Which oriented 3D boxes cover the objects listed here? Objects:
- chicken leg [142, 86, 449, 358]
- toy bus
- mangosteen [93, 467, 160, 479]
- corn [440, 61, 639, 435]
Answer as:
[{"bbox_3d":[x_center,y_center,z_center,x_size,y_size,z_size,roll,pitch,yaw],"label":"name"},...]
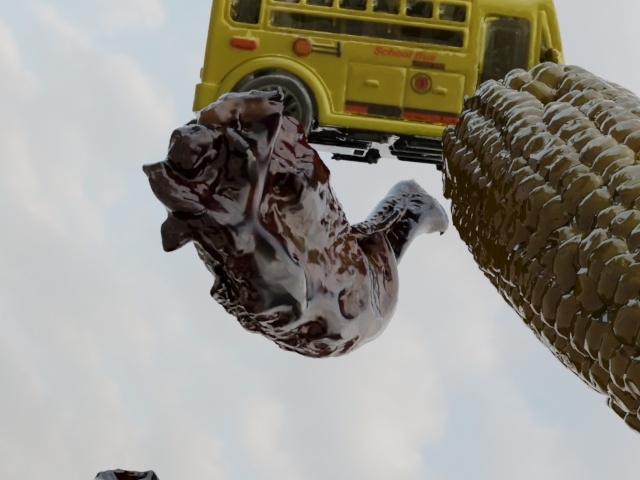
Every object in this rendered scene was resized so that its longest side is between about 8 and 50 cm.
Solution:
[{"bbox_3d":[0.000,0.000,0.746,0.095,0.407,0.158,0,-92,25],"label":"chicken leg"},{"bbox_3d":[0.076,-0.116,0.823,0.144,0.330,0.152,112,-16,-86],"label":"toy bus"},{"bbox_3d":[-0.217,0.371,0.726,0.381,0.380,0.421,104,-20,-48],"label":"mangosteen"},{"bbox_3d":[0.129,-0.004,0.494,0.322,0.119,0.119,-101,-179,-66],"label":"corn"}]
